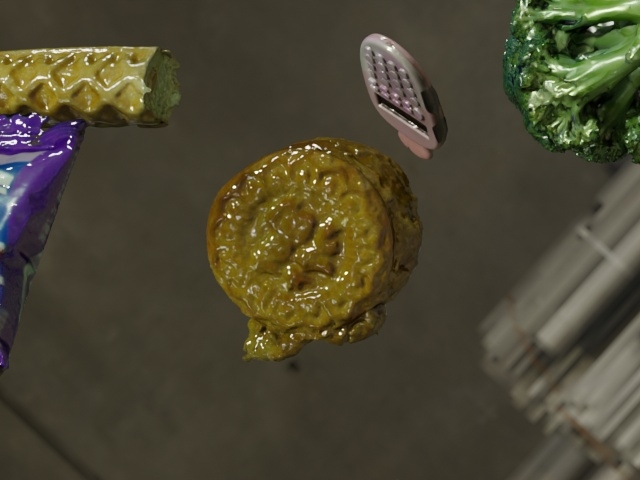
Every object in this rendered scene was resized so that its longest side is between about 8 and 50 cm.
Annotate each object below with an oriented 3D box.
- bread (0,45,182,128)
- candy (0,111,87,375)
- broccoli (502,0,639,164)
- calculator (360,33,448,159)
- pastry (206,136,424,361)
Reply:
[{"bbox_3d":[-0.286,-0.165,2.159,0.098,0.269,0.087,-68,-28,-46],"label":"bread"},{"bbox_3d":[-0.280,0.011,1.558,0.070,0.145,0.275,63,-145,-50],"label":"candy"},{"bbox_3d":[0.356,-0.222,2.446,0.245,0.294,0.265,-15,35,54],"label":"broccoli"},{"bbox_3d":[0.082,-0.140,1.945,0.024,0.103,0.166,-43,-35,-16],"label":"calculator"},{"bbox_3d":[0.000,0.000,2.266,0.240,0.235,0.132,-15,10,19],"label":"pastry"}]
